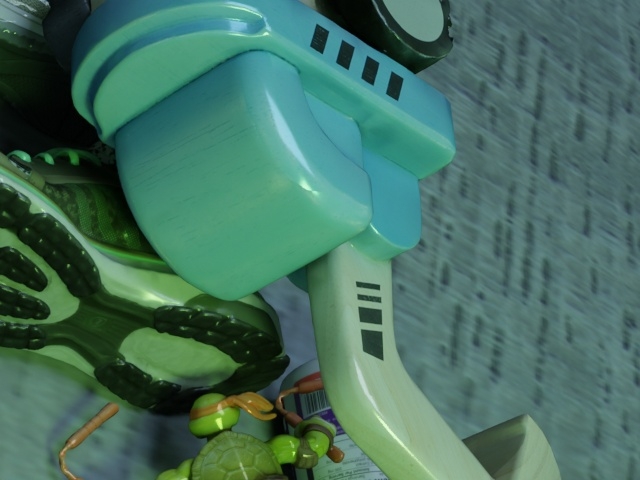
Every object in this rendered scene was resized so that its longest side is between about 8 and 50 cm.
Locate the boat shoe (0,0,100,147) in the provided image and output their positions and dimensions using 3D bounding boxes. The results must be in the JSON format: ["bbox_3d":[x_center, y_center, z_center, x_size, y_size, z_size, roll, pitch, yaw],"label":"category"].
[{"bbox_3d":[-0.233,-0.169,1.581,0.320,0.118,0.103,23,52,-26],"label":"boat shoe"}]

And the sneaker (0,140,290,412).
[{"bbox_3d":[-0.205,-0.011,1.492,0.410,0.158,0.182,32,33,-37],"label":"sneaker"}]

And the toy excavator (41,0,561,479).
[{"bbox_3d":[0.000,0.000,1.452,0.433,0.222,0.445,29,47,-39],"label":"toy excavator"}]

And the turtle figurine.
[{"bbox_3d":[-0.049,0.202,1.476,0.269,0.087,0.217,-13,81,-28],"label":"turtle figurine"}]

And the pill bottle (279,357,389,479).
[{"bbox_3d":[0.032,0.199,1.593,0.108,0.108,0.193,16,53,-40],"label":"pill bottle"}]
